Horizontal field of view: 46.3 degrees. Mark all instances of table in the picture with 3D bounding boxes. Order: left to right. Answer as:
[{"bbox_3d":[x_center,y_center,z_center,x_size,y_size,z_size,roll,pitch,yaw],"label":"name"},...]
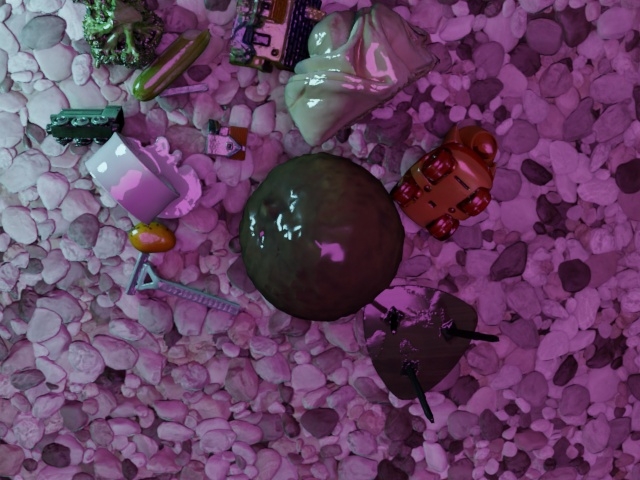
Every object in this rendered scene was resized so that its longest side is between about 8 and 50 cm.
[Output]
[{"bbox_3d":[0.267,0.290,1.856,0.317,0.249,0.317,-1,98,-7],"label":"table"}]

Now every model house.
[{"bbox_3d":[-0.223,-0.240,1.792,0.100,0.100,0.088,8,95,-10],"label":"model house"},{"bbox_3d":[-0.099,-0.486,1.738,0.211,0.170,0.194,10,95,-9],"label":"model house"}]

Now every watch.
[{"bbox_3d":[-0.397,-0.142,1.719,0.196,0.231,0.244,-45,98,-2],"label":"watch"}]

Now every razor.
[{"bbox_3d":[-0.332,0.129,1.854,0.277,0.056,0.111,21,94,-10],"label":"razor"}]

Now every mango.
[{"bbox_3d":[-0.408,-0.005,1.825,0.114,0.057,0.079,13,90,-12],"label":"mango"}]

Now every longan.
[{"bbox_3d":[0.000,0.000,1.716,0.391,0.391,0.391,-1,98,-7],"label":"longan"}]

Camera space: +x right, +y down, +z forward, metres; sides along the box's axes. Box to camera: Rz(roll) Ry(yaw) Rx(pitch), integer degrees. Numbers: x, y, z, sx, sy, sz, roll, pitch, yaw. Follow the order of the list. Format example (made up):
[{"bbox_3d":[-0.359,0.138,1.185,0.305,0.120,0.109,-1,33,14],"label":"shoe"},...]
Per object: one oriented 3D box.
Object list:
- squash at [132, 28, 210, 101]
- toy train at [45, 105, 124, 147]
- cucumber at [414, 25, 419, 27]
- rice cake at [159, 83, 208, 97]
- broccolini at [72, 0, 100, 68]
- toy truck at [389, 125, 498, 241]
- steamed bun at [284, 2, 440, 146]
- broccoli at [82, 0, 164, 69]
[{"bbox_3d":[-0.349,-0.417,1.759,0.239,0.069,0.069,-45,101,-5],"label":"squash"},{"bbox_3d":[-0.547,-0.270,1.747,0.170,0.111,0.071,0,125,0],"label":"toy train"},{"bbox_3d":[0.211,-0.471,1.832,0.064,0.064,0.112,11,98,-9],"label":"cucumber"},{"bbox_3d":[-0.329,-0.360,1.799,0.121,0.022,0.022,-10,96,-6],"label":"rice cake"},{"bbox_3d":[-0.531,-0.502,1.746,0.052,0.054,0.194,-21,103,-23],"label":"broccolini"},{"bbox_3d":[0.321,-0.158,1.850,0.189,0.239,0.265,41,132,-11],"label":"toy truck"},{"bbox_3d":[0.068,-0.399,1.698,0.394,0.346,0.237,-36,96,-22],"label":"steamed bun"},{"bbox_3d":[-0.449,-0.484,1.704,0.195,0.156,0.195,8,67,-19],"label":"broccoli"}]
